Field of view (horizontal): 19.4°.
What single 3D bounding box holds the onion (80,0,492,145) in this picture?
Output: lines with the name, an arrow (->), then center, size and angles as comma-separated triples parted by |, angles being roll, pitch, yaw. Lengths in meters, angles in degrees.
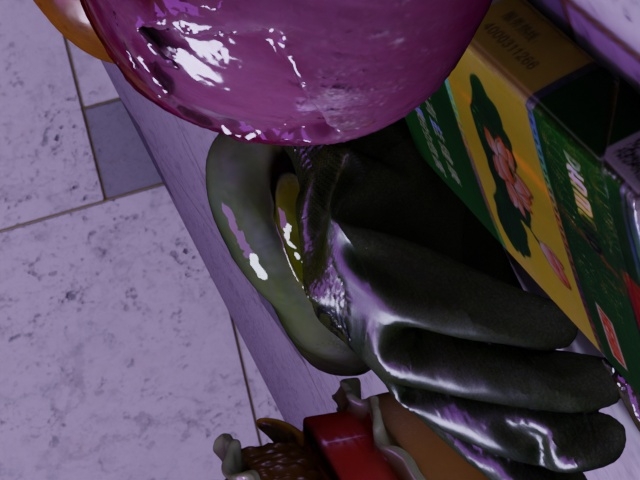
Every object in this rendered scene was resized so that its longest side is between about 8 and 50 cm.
onion -> -0.004, -0.114, 0.532 | 0.177, 0.153, 0.177 | 21, 115, 53

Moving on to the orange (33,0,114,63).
orange -> -0.104, -0.178, 1.048 | 0.159, 0.136, 0.159 | 56, -167, -20

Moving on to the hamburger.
hamburger -> 0.048, 0.217, 1.179 | 0.274, 0.212, 0.274 | 155, 90, -84

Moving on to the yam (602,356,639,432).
yam -> 0.152, 0.099, 0.744 | 0.129, 0.027, 0.033 | 59, -156, 0

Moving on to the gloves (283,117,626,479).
gloves -> 0.047, 0.009, 0.881 | 0.268, 0.107, 0.135 | 57, -157, 16

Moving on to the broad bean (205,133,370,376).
broad bean -> 0.000, 0.000, 1.170 | 0.228, 0.100, 0.169 | 38, -145, -78

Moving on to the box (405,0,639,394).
box -> 0.083, -0.032, 0.708 | 0.235, 0.034, 0.132 | 52, 168, 51
